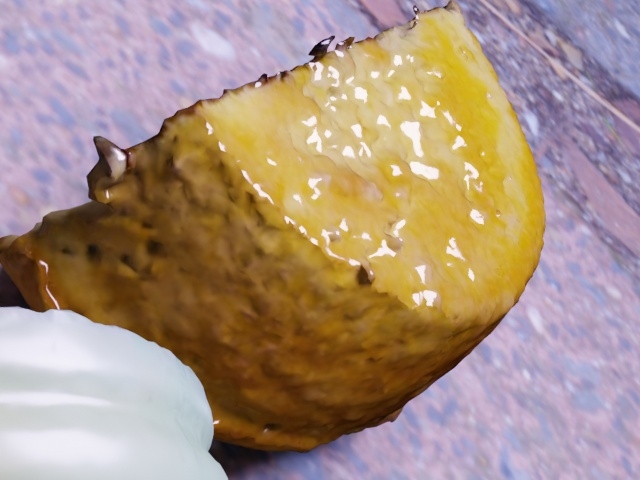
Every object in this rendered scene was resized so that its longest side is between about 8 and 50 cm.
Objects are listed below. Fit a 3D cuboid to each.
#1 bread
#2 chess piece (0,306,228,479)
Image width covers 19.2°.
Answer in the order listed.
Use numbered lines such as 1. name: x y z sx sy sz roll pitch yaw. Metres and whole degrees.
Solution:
1. bread: 0.000 0.000 0.706 0.139 0.143 0.229 53 36 6
2. chess piece: -0.093 0.177 0.447 0.176 0.176 0.298 14 61 -41
